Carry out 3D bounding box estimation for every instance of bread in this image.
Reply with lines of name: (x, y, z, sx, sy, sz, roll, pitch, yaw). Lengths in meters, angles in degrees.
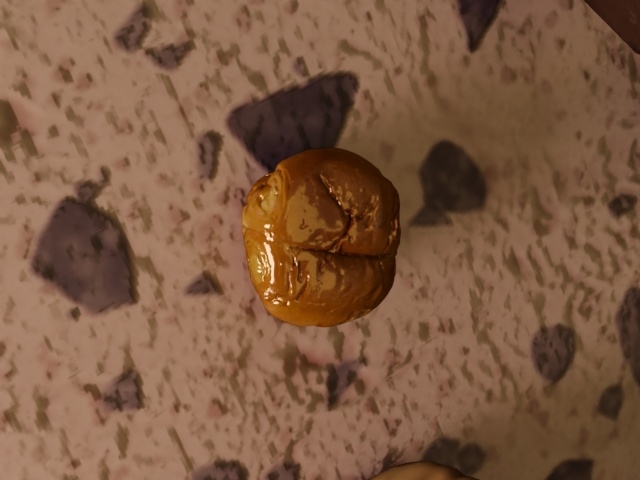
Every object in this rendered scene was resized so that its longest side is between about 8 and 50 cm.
bread: (0.000, 0.000, 0.568, 0.081, 0.046, 0.083, 32, 81, -27)

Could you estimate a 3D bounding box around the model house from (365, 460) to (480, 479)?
model house: (0.047, 0.316, 0.464, 0.382, 0.342, 0.335, -41, 113, -21)

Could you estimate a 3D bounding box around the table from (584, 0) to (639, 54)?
table: (0.179, -0.226, 0.547, 0.193, 0.172, 0.169, -33, 74, -27)
